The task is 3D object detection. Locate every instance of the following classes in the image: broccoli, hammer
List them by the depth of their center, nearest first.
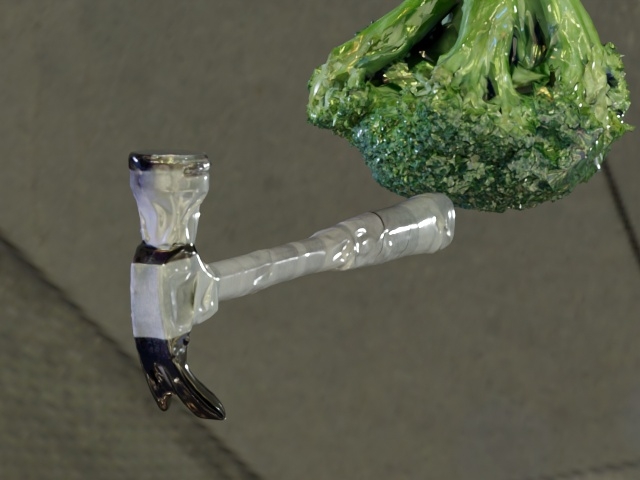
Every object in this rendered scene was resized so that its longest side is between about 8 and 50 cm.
[{"bbox_3d":[-0.001,0.000,1.224,0.044,0.427,0.152,4,100,25],"label":"hammer"},{"bbox_3d":[0.123,-0.143,1.561,0.265,0.294,0.245,8,105,5],"label":"broccoli"}]
